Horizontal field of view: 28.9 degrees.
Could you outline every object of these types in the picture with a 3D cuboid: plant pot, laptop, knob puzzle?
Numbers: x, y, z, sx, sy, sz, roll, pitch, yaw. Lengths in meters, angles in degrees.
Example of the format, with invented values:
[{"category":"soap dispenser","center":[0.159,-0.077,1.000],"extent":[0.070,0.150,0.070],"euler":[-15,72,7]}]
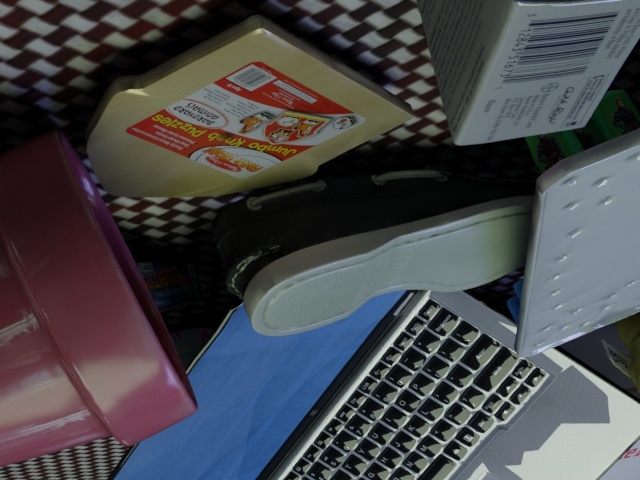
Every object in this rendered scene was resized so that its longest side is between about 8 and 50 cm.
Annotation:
[{"category":"plant pot","center":[-0.199,0.057,0.776],"extent":[0.180,0.201,0.201],"euler":[-26,160,-6]},{"category":"laptop","center":[0.028,0.235,1.109],"extent":[0.408,0.236,0.382],"euler":[33,118,-7]},{"category":"knob puzzle","center":[-0.065,-0.077,0.792],"extent":[0.213,0.030,0.213],"euler":[-10,159,-4]}]

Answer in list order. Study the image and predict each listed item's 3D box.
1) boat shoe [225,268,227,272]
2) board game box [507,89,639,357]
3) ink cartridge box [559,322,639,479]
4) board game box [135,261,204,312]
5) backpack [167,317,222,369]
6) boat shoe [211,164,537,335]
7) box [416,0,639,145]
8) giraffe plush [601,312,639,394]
[{"category":"boat shoe","center":[0.000,0.000,0.983],"extent":[0.152,0.056,0.049],"euler":[-10,127,-15]},{"category":"board game box","center":[0.319,-0.058,0.900],"extent":[0.389,0.050,0.390],"euler":[-22,158,-2]},{"category":"ink cartridge box","center":[0.212,0.266,1.398],"extent":[0.279,0.160,0.385],"euler":[4,133,-50]},{"category":"board game box","center":[-0.213,0.061,1.013],"extent":[0.201,0.035,0.136],"euler":[-17,173,15]},{"category":"backpack","center":[-0.089,0.145,1.222],"extent":[0.151,0.115,0.182],"euler":[-10,156,5]},{"category":"boat shoe","center":[0.064,-0.014,0.931],"extent":[0.302,0.091,0.114],"euler":[-9,145,-34]},{"category":"box","center":[0.091,-0.134,0.573],"extent":[0.072,0.137,0.126],"euler":[-8,159,-10]},{"category":"giraffe plush","center":[0.362,0.084,1.104],"extent":[0.170,0.181,0.210],"euler":[-24,164,23]}]
